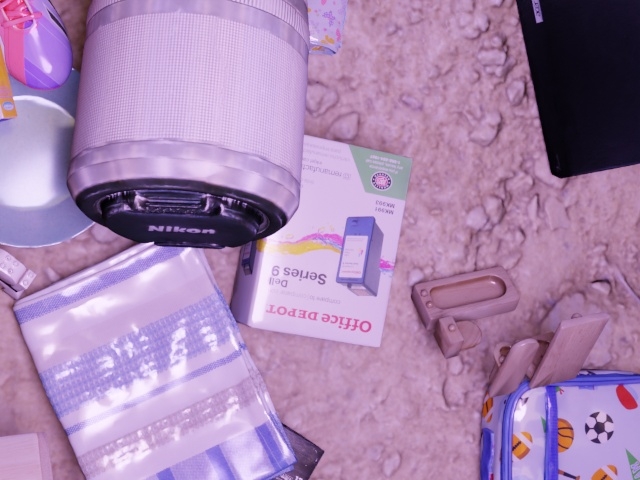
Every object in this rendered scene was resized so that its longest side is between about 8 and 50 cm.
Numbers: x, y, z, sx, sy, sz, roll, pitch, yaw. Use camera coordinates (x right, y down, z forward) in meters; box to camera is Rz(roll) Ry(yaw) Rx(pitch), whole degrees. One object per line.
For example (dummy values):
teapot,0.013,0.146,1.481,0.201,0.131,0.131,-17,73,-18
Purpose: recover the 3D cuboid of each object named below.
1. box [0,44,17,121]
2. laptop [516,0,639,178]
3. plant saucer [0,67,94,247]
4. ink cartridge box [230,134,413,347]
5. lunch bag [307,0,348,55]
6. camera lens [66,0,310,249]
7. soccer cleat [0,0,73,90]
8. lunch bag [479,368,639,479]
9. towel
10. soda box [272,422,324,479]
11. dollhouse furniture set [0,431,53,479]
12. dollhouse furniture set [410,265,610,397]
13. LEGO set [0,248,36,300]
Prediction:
box,-0.342,-0.160,1.063,0.081,0.028,0.136,-10,97,22
laptop,0.396,-0.213,1.293,0.264,0.136,0.234,-13,93,-18
plant saucer,-0.299,-0.090,1.132,0.195,0.037,0.194,0,90,-18
ink cartridge box,0.000,0.000,1.198,0.154,0.093,0.212,12,89,-18
lunch bag,-0.015,-0.244,1.211,0.083,0.053,0.071,9,86,-7
camera lens,-0.123,-0.140,1.070,0.219,0.219,0.274,8,74,-17
soccer cleat,-0.311,-0.265,1.076,0.083,0.095,0.248,-21,85,-19
lunch bag,0.296,0.301,1.285,0.243,0.115,0.303,1,90,-15
towel,-0.170,0.146,1.132,0.209,0.034,0.285,-24,82,-8
soda box,-0.083,0.208,1.195,0.169,0.053,0.060,34,80,-15
dollhouse furniture set,-0.353,0.394,0.970,0.257,0.362,0.394,-4,64,-18
dollhouse furniture set,0.201,0.073,1.209,0.144,0.123,0.151,-11,55,-17
LEGO set,-0.376,0.002,1.053,0.227,0.093,0.087,42,60,-22
